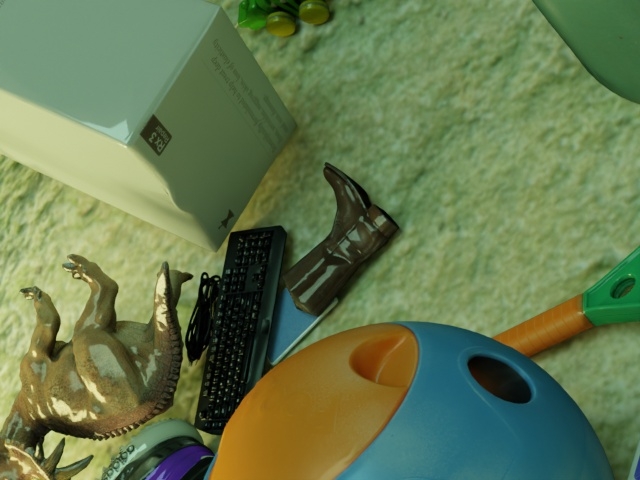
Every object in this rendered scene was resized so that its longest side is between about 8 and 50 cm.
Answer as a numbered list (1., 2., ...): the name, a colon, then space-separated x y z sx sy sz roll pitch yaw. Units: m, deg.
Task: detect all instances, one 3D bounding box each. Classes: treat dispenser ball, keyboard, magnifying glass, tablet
1. treat dispenser ball: 0.059 0.198 1.118 0.288 0.288 0.288 -18 59 32
2. keyboard: -0.087 0.077 1.458 0.100 0.038 0.192 -12 61 44
3. magnifying glass: 0.221 0.042 1.228 0.231 0.026 0.092 -27 32 30
4. tablet: -0.024 0.064 1.441 0.083 0.006 0.054 -45 48 12

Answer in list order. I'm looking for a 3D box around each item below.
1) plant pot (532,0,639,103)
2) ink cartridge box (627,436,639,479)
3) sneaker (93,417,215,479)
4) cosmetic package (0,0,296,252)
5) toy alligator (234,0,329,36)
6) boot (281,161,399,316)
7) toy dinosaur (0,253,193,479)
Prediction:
1. plant pot: 0.252 -0.278 1.226 0.293 0.235 0.293 -18 58 32
2. ink cartridge box: 0.323 0.092 1.096 0.206 0.045 0.208 -12 35 34
3. sneaker: -0.166 0.300 1.376 0.146 0.102 0.293 37 94 43
4. cosmetic package: -0.239 -0.157 1.508 0.385 0.217 0.156 23 74 25
5. toy alligator: -0.049 -0.228 1.570 0.189 0.051 0.056 -15 60 34
6. boot: 0.000 0.000 1.429 0.114 0.037 0.106 -48 49 8
7. toy dinosaur: -0.194 0.133 1.448 0.295 0.127 0.200 -30 53 35
